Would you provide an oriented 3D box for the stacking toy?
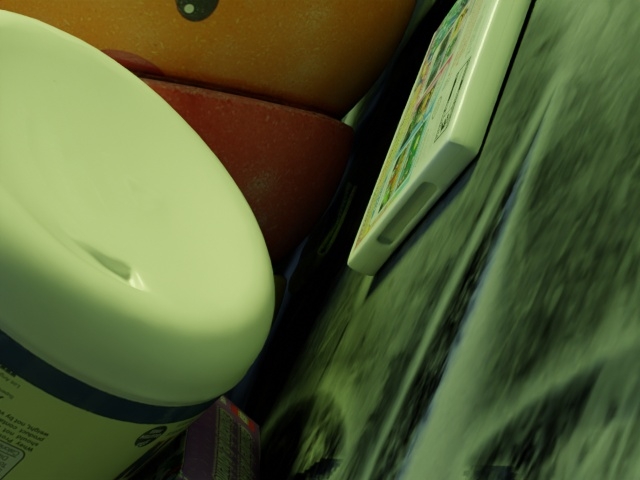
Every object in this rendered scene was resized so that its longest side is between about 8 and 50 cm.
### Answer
[{"bbox_3d":[-0.114,-0.011,1.063,0.350,0.350,0.480,179,97,-83],"label":"stacking toy"}]

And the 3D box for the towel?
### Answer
[{"bbox_3d":[0.000,0.000,1.096,0.060,0.009,0.083,-66,6,-23],"label":"towel"}]

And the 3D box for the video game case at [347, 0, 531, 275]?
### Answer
[{"bbox_3d":[0.065,-0.075,0.819,0.143,0.019,0.157,126,167,-61],"label":"video game case"}]

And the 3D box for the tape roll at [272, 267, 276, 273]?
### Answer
[{"bbox_3d":[-0.126,-0.086,1.387,0.321,0.077,0.321,25,118,60],"label":"tape roll"}]

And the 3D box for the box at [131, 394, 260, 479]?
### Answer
[{"bbox_3d":[-0.148,0.214,0.901,0.293,0.057,0.201,-47,9,6],"label":"box"}]

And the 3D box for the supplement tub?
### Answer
[{"bbox_3d":[-0.207,0.066,0.865,0.325,0.235,0.235,-43,15,24],"label":"supplement tub"}]
